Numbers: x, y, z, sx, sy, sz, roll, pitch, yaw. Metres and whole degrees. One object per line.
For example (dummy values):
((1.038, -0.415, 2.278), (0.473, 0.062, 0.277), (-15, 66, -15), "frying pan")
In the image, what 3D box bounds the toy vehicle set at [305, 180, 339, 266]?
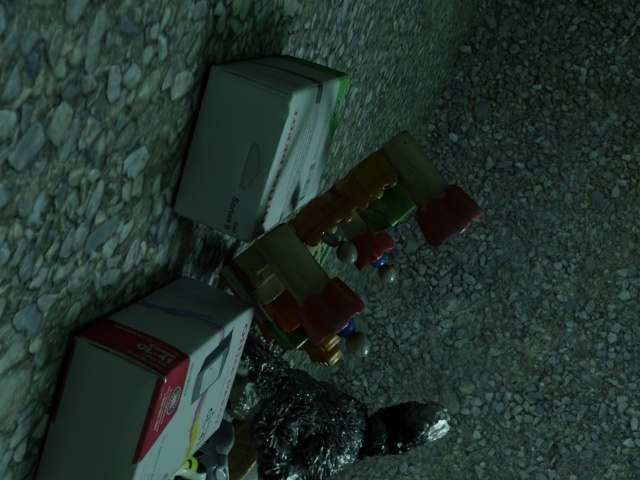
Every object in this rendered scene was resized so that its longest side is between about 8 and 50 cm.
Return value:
((0.000, 0.000, 1.994), (0.166, 0.035, 0.267), (94, 21, -59), "toy vehicle set")

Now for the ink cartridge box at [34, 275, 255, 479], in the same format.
((-0.219, 0.198, 1.054), (0.306, 0.131, 0.226), (-33, 143, -70), "ink cartridge box")

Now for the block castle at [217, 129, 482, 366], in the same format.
((0.033, 0.035, 1.223), (0.303, 0.213, 0.453), (-38, -178, -15), "block castle")

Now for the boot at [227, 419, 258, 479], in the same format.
((-0.175, 0.501, 1.958), (0.203, 0.095, 0.262), (96, 14, -57), "boot")

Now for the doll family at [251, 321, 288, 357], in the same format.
((-0.081, 0.201, 1.761), (0.263, 0.118, 0.163), (92, 21, -59), "doll family")

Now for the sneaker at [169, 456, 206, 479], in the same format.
((-0.266, 0.384, 1.038), (0.385, 0.147, 0.145), (-65, 168, -60), "sneaker")

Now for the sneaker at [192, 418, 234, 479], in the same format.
((-0.200, 0.496, 1.500), (0.366, 0.210, 0.137), (-51, 160, -59), "sneaker")

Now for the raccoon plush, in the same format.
((0.000, 0.278, 1.549), (0.216, 0.446, 0.299), (-150, -135, -74), "raccoon plush")

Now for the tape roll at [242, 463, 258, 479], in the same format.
((-0.248, 0.794, 2.214), (0.392, 0.072, 0.392), (21, 90, -79), "tape roll")

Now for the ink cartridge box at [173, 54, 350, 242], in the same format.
((-0.073, -0.143, 1.127), (0.289, 0.121, 0.211), (-42, 152, -68), "ink cartridge box")
